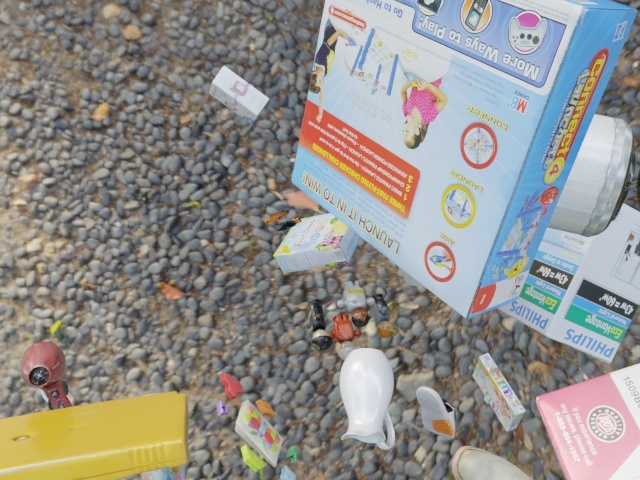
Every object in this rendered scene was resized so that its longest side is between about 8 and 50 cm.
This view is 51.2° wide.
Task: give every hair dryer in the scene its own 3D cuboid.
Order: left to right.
[{"bbox_3d":[-0.481,0.288,1.252,0.080,0.293,0.223,-35,61,-19],"label":"hair dryer"}]

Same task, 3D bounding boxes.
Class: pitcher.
[{"bbox_3d":[0.120,0.370,1.550,0.125,0.178,0.207,-16,55,30],"label":"pitcher"}]

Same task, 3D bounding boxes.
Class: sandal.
[{"bbox_3d":[0.344,0.481,1.923,0.102,0.265,0.076,16,53,32],"label":"sandal"}]

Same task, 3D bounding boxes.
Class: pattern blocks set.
[{"bbox_3d":[-0.177,0.553,1.933,0.026,0.285,0.325,-38,113,16],"label":"pattern blocks set"}]

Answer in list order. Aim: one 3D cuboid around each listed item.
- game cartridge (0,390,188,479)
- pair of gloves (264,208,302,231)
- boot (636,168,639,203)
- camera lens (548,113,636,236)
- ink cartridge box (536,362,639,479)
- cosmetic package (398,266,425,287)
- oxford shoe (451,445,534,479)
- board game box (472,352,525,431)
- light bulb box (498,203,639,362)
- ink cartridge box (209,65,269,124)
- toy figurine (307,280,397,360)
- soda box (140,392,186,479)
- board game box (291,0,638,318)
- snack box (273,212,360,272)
[{"bbox_3d":[-0.360,0.302,0.996,0.323,0.285,0.053,-6,92,-10],"label":"game cartridge"},{"bbox_3d":[-0.097,-0.052,1.722,0.074,0.083,0.010,-26,55,20],"label":"pair of gloves"},{"bbox_3d":[0.466,-0.033,0.731,0.208,0.190,0.076,12,135,8],"label":"boot"},{"bbox_3d":[0.418,-0.137,1.236,0.274,0.219,0.219,14,91,12],"label":"camera lens"},{"bbox_3d":[0.338,0.179,0.495,0.283,0.117,0.207,-22,38,12],"label":"ink cartridge box"},{"bbox_3d":[0.283,-0.009,1.555,0.217,0.385,0.156,15,70,25],"label":"cosmetic package"},{"bbox_3d":[0.525,0.662,1.753,0.397,0.146,0.140,33,67,-12],"label":"oxford shoe"},{"bbox_3d":[0.406,0.348,1.530,0.026,0.103,0.154,-20,55,-12],"label":"board game box"},{"bbox_3d":[0.634,0.066,1.728,0.225,0.358,0.361,23,94,-20],"label":"light bulb box"},{"bbox_3d":[-0.184,-0.323,1.492,0.122,0.088,0.052,36,78,-9],"label":"ink cartridge box"},{"bbox_3d":[0.085,0.231,1.872,0.209,0.213,0.148,-29,52,22],"label":"toy figurine"},{"bbox_3d":[-0.288,0.373,1.225,0.063,0.058,0.183,-7,77,25],"label":"soda box"},{"bbox_3d":[0.113,-0.131,0.693,0.308,0.086,0.302,41,130,38],"label":"board game box"},{"bbox_3d":[0.000,0.000,1.807,0.207,0.174,0.070,-12,121,30],"label":"snack box"}]
